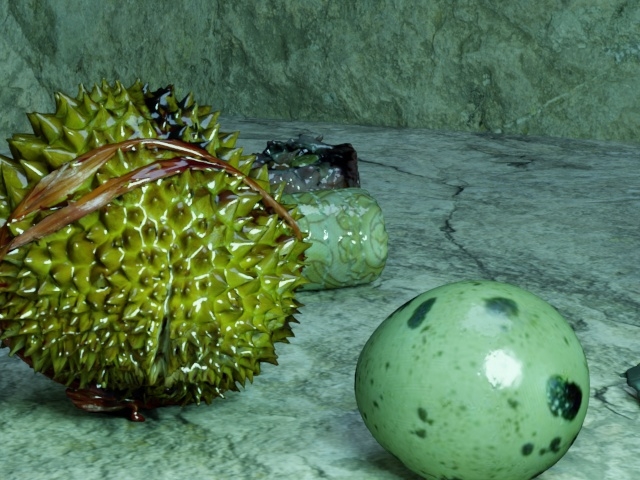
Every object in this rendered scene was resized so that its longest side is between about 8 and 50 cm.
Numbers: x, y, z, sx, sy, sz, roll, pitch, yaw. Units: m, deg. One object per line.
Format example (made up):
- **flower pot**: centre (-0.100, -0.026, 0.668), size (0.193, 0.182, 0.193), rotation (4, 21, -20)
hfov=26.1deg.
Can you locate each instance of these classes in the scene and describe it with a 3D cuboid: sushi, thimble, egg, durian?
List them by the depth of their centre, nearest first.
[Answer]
- **egg**: centre (0.121, 0.121, 1.171), size (0.177, 0.177, 0.228), rotation (-9, 4, -38)
- **durian**: centre (-0.177, 0.011, 1.349), size (0.348, 0.347, 0.384), rotation (-9, 18, -38)
- **thimble**: centre (0.000, 0.000, 1.899), size (0.143, 0.137, 0.190), rotation (-6, -2, -17)
- **sushi**: centre (-0.045, -0.060, 2.104), size (0.236, 0.171, 0.270), rotation (1, 16, 5)

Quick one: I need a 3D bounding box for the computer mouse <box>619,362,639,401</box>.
- **computer mouse**: centre (0.408, 0.133, 1.360), size (0.231, 0.071, 0.126), rotation (7, 13, 37)
